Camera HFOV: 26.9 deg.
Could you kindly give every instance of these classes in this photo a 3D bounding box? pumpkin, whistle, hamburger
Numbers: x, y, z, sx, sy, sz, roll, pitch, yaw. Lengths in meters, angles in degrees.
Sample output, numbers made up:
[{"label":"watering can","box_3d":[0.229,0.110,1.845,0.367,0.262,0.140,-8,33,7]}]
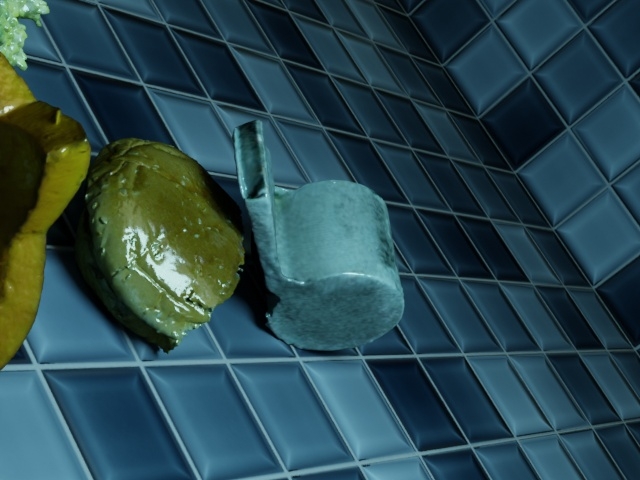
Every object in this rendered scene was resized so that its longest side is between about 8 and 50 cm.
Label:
[{"label":"pumpkin","box_3d":[-0.346,-0.053,1.352,0.258,0.290,0.095,43,33,27]},{"label":"whistle","box_3d":[-0.032,0.005,1.798,0.405,0.188,0.168,35,36,-42]},{"label":"hamburger","box_3d":[-0.209,-0.018,1.645,0.211,0.132,0.309,42,26,-21]}]

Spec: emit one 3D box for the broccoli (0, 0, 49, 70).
[{"label":"broccoli","box_3d":[-0.441,-0.262,1.557,0.247,0.263,0.243,25,-15,19]}]
